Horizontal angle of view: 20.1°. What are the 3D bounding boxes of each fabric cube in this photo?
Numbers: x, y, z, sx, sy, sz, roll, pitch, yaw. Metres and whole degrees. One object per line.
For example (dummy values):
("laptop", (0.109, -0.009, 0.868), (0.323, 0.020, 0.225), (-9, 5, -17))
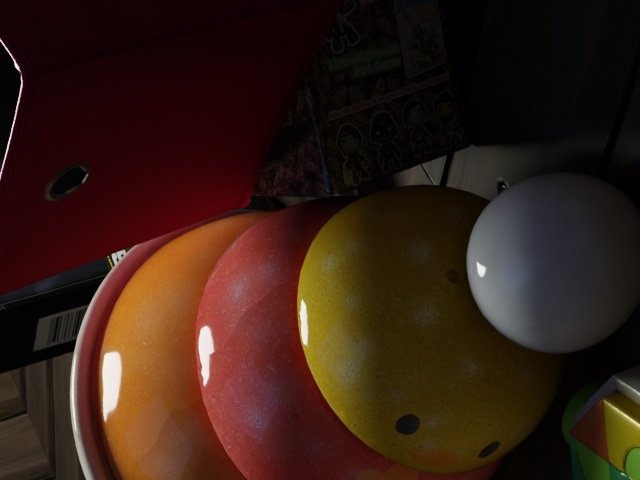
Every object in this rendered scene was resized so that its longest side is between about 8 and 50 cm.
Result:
("fabric cube", (-0.183, -0.149, 1.272), (0.259, 0.258, 0.254), (53, 142, 22))

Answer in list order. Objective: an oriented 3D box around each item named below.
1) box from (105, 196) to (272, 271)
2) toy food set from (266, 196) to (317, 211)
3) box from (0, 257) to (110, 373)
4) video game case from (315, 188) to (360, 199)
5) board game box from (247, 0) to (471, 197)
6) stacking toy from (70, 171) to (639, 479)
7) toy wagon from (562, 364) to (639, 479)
("box", (-0.096, 0.066, 1.669), (0.322, 0.079, 0.257), (67, 155, 3))
("toy food set", (-0.076, 0.027, 1.764), (0.306, 0.092, 0.220), (-134, 33, -52))
("box", (-0.343, -0.077, 2.182), (0.395, 0.293, 0.212), (65, 159, 20))
("video game case", (0.000, 0.000, 1.716), (0.204, 0.025, 0.285), (-167, 62, -68))
("board game box", (-0.036, -0.191, 1.402), (0.232, 0.141, 0.291), (2, 108, 53))
("stacking toy", (0.056, 0.070, 1.303), (0.480, 0.350, 0.351), (-36, 71, 53))
("toy wagon", (0.252, 0.253, 1.177), (0.267, 0.068, 0.344), (-142, 40, -59))
